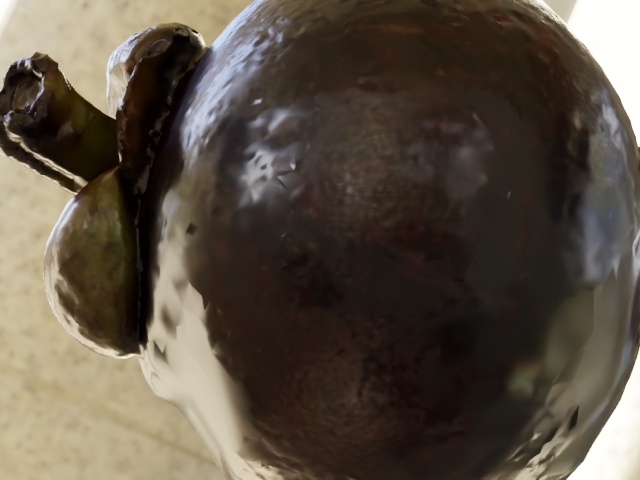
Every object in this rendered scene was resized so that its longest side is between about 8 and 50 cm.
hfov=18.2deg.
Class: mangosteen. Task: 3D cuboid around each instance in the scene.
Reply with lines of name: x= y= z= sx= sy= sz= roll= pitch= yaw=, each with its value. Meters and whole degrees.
mangosteen: x=0.018 y=0.007 z=0.965 sx=0.293 sy=0.297 sz=0.297 roll=-20 pitch=0 yaw=-9
